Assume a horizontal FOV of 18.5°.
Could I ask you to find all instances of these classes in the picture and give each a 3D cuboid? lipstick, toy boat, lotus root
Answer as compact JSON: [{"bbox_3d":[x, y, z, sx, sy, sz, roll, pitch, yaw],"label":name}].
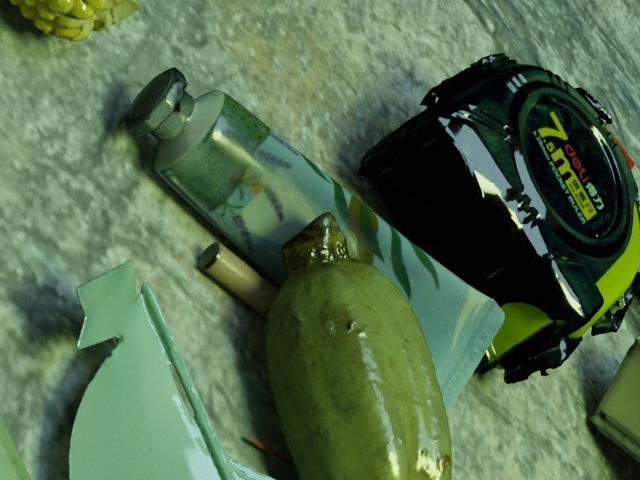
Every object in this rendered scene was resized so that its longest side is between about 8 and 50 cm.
[{"bbox_3d":[-0.029,0.034,1.106,0.094,0.019,0.019,40,36,-27],"label":"lipstick"},{"bbox_3d":[-0.030,0.153,0.942,0.210,0.070,0.292,19,50,-37],"label":"toy boat"},{"bbox_3d":[0.016,0.075,1.065,0.090,0.077,0.183,5,59,-45],"label":"lotus root"}]

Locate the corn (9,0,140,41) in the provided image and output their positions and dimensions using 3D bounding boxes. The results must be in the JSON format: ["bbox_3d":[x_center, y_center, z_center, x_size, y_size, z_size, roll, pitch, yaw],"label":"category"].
[{"bbox_3d":[-0.180,-0.220,1.061,0.244,0.093,0.093,53,32,2],"label":"corn"}]

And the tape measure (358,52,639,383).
[{"bbox_3d":[0.129,-0.019,1.283,0.186,0.112,0.199,-34,96,-51],"label":"tape measure"}]

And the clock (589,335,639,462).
[{"bbox_3d":[0.295,0.149,1.307,0.147,0.071,0.192,17,16,-46],"label":"clock"}]

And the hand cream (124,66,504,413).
[{"bbox_3d":[0.000,0.000,1.136,0.271,0.058,0.091,41,69,-24],"label":"hand cream"}]

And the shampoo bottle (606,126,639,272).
[{"bbox_3d":[0.257,-0.002,1.490,0.221,0.051,0.108,51,35,-9],"label":"shampoo bottle"}]

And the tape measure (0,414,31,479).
[{"bbox_3d":[-0.208,0.104,0.729,0.207,0.115,0.235,3,52,-53],"label":"tape measure"}]

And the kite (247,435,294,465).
[{"bbox_3d":[0.004,0.186,1.029,0.244,0.006,0.198,31,39,-35],"label":"kite"}]
